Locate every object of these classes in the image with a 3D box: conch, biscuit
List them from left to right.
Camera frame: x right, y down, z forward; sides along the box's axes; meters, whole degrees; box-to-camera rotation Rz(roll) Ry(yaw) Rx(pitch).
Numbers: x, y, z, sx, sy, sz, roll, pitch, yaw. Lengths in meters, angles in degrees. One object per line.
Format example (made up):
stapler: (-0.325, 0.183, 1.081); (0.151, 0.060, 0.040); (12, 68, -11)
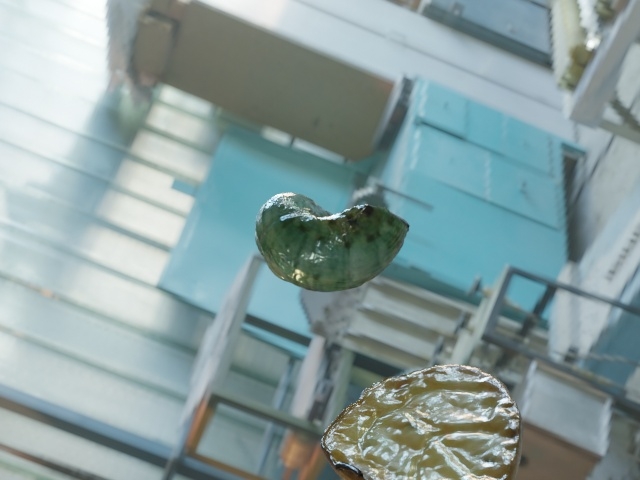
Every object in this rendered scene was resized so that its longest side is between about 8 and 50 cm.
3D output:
conch: (0.002, 0.003, 1.582); (0.188, 0.176, 0.122); (14, 107, 45)
biscuit: (0.110, 0.203, 1.245); (0.260, 0.203, 0.041); (37, 146, 61)
